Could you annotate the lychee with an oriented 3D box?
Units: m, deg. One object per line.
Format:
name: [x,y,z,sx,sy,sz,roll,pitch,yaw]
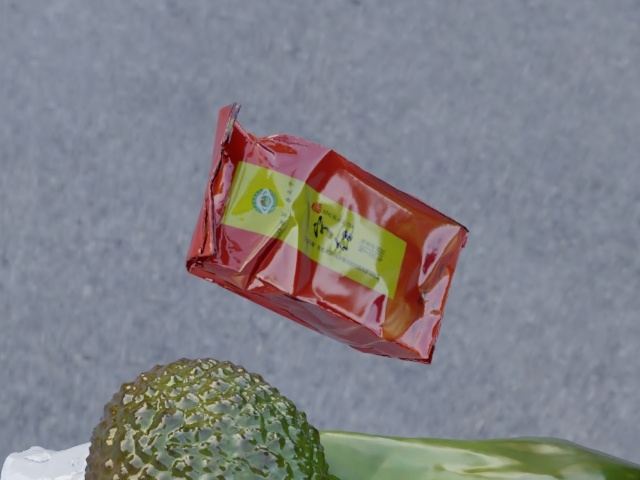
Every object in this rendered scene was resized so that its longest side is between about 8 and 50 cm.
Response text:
lychee: [-0.056,0.114,0.774,0.114,0.114,0.146,-33,25,-34]

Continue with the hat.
hat: [-0.304,0.334,2.048,0.126,0.203,0.203,-26,48,18]

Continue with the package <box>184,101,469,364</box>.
package: [0.001,0.000,1.889,0.423,0.123,0.196,26,75,-40]

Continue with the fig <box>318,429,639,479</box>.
fig: [0.099,0.177,0.847,0.275,0.206,0.206,37,48,-7]
